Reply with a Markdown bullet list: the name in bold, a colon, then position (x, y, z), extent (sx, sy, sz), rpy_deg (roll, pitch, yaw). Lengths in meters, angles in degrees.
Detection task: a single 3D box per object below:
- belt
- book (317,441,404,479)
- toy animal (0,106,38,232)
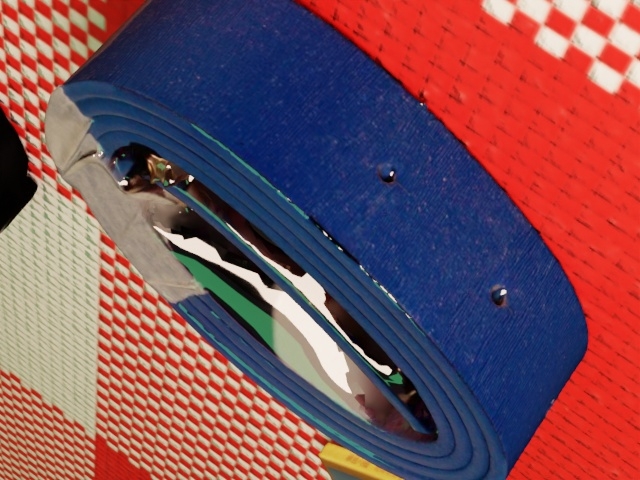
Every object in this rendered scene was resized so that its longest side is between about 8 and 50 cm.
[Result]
- **belt**: position (0.000, 0.000, 0.880), extent (0.347, 0.117, 0.212), rpy_deg (43, 152, -9)
- **book**: position (0.184, 0.300, 1.187), extent (0.374, 0.028, 0.262), rpy_deg (15, 144, 39)
- **toy animal**: position (-0.402, -0.018, 1.146), extent (0.251, 0.310, 0.251), rpy_deg (32, 152, 19)
